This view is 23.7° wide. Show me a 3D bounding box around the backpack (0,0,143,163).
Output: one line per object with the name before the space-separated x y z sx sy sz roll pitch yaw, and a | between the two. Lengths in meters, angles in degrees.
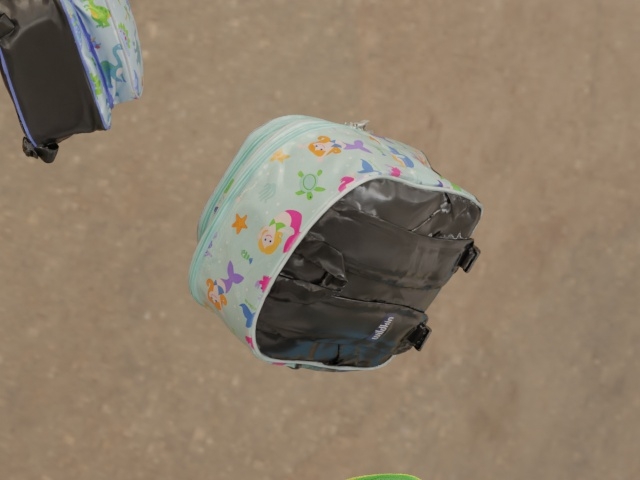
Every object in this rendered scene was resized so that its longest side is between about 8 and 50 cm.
backpack | -0.151 -0.122 0.893 0.084 0.114 0.105 -18 123 -3

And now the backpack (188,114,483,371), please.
backpack | 0.000 0.000 1.379 0.253 0.191 0.225 4 122 -59

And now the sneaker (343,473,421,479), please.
sneaker | -0.015 0.292 1.360 0.295 0.123 0.109 -18 91 -26
